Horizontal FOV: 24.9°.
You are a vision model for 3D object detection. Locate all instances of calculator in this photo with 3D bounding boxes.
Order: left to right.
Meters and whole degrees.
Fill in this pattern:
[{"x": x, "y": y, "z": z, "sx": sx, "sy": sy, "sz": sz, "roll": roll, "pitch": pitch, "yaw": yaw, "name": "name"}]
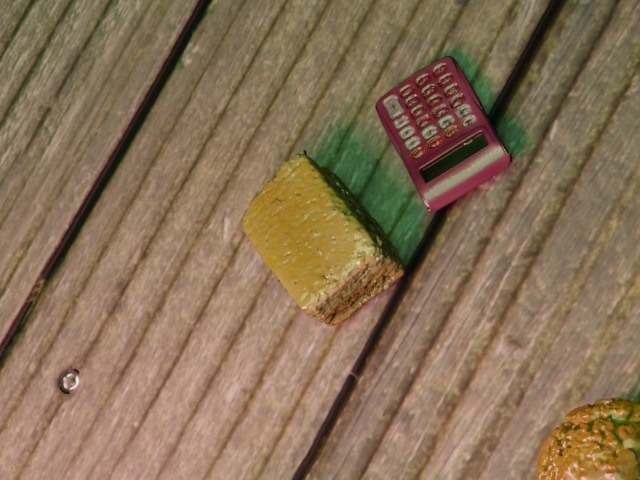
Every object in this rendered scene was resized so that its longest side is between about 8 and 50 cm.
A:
[{"x": 0.155, "y": -0.137, "z": 1.838, "sx": 0.126, "sy": 0.034, "sz": 0.191, "roll": -32, "pitch": 57, "yaw": 13, "name": "calculator"}]

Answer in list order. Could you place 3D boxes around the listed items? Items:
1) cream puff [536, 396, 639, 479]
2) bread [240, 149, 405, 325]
[{"x": 0.325, "y": 0.259, "z": 1.576, "sx": 0.189, "sy": 0.129, "sz": 0.189, "roll": -9, "pitch": 70, "yaw": 26, "name": "cream puff"}, {"x": 0.000, "y": 0.000, "z": 1.824, "sx": 0.138, "sy": 0.102, "sz": 0.196, "roll": -42, "pitch": 58, "yaw": 4, "name": "bread"}]
